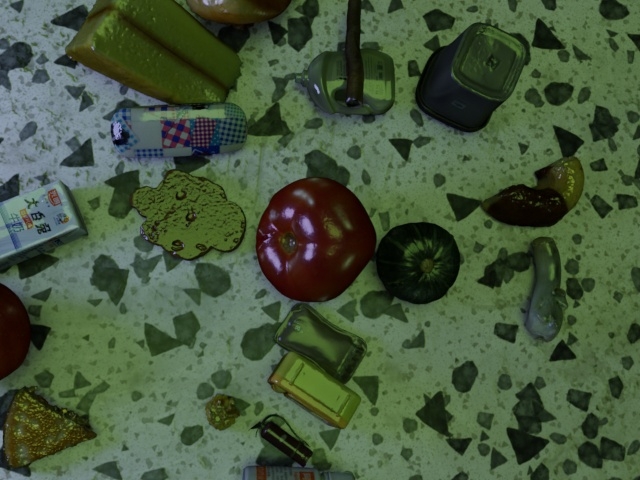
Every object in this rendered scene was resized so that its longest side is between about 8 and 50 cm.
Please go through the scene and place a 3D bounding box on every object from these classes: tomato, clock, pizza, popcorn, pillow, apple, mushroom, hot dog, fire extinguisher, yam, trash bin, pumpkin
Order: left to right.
[{"bbox_3d":[-0.757,0.208,1.325,0.261,0.260,0.216,-21,108,-11],"label":"apple"},{"bbox_3d":[-0.603,0.423,1.411,0.199,0.062,0.188,11,92,-13],"label":"pizza"},{"bbox_3d":[-0.229,0.402,1.469,0.083,0.057,0.082,12,80,-9],"label":"popcorn"},{"bbox_3d":[-0.173,-0.696,1.577,0.185,0.223,0.404,8,74,31],"label":"hot dog"},{"bbox_3d":[-0.089,0.467,1.488,0.157,0.045,0.078,36,50,0],"label":"fire extinguisher"},{"bbox_3d":[-0.017,0.351,1.464,0.202,0.143,0.096,33,70,-1],"label":"clock"},{"bbox_3d":[0.000,0.000,1.480,0.226,0.299,0.298,1,78,-49],"label":"tomato"},{"bbox_3d":[0.003,0.251,1.539,0.218,0.033,0.130,35,79,-2],"label":"pillow"},{"bbox_3d":[0.086,-0.478,1.580,0.045,0.045,0.326,14,64,-27],"label":"yam"},{"bbox_3d":[0.240,0.052,1.550,0.212,0.152,0.211,-2,97,-17],"label":"pumpkin"},{"bbox_3d":[0.387,-0.416,1.598,0.220,0.250,0.219,23,84,-4],"label":"trash bin"},{"bbox_3d":[0.581,0.124,1.620,0.096,0.099,0.277,14,74,-20],"label":"mushroom"}]

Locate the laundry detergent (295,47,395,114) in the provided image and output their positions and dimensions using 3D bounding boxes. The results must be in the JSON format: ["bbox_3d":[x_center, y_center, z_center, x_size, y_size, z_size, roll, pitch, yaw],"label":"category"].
[{"bbox_3d":[0.061,-0.411,1.627,0.254,0.091,0.181,0,79,-9],"label":"laundry detergent"}]

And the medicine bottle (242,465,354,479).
[{"bbox_3d":[-0.053,0.587,1.422,0.252,0.144,0.144,6,80,-10],"label":"medicine bottle"}]

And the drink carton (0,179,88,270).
[{"bbox_3d":[-0.713,-0.017,1.441,0.315,0.106,0.130,-23,86,-12],"label":"drink carton"}]

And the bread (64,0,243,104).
[{"bbox_3d":[-0.408,-0.467,1.589,0.362,0.245,0.233,33,78,-34],"label":"bread"}]

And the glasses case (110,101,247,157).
[{"bbox_3d":[-0.343,-0.270,1.538,0.328,0.076,0.125,-4,114,-9],"label":"glasses case"}]

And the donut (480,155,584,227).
[{"bbox_3d":[0.588,-0.111,1.646,0.295,0.112,0.151,-27,83,-10],"label":"donut"}]

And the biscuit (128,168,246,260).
[{"bbox_3d":[-0.325,-0.058,1.538,0.291,0.041,0.208,20,78,-4],"label":"biscuit"}]
